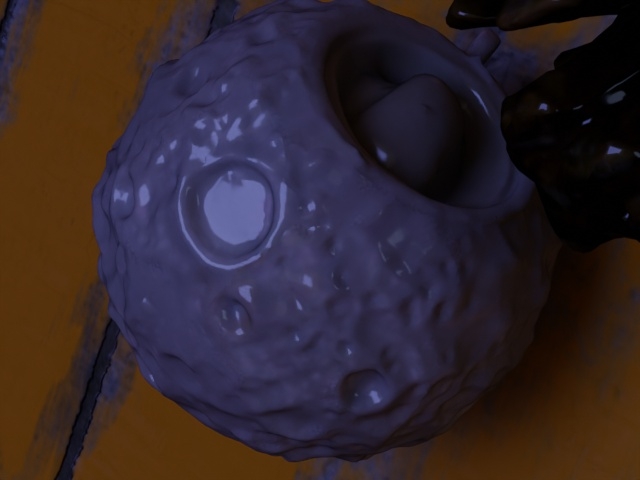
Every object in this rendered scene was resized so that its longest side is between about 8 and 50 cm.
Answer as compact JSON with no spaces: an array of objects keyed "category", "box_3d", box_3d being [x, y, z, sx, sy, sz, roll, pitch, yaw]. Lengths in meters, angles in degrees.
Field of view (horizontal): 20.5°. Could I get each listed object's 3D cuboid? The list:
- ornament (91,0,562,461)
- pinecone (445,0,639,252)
[{"category":"ornament","box_3d":[0.000,0.000,1.278,0.337,0.337,0.337,-9,78,43]},{"category":"pinecone","box_3d":[0.282,-0.130,1.003,0.398,0.398,0.397,-9,78,43]}]
